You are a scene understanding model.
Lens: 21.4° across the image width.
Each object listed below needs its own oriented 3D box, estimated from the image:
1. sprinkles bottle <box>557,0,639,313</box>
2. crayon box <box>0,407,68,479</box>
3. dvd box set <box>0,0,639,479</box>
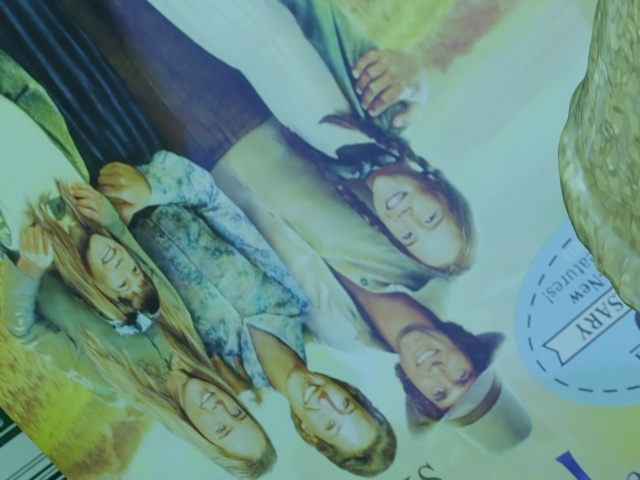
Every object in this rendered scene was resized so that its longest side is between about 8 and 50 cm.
[{"bbox_3d":[0.117,-0.124,0.268,0.121,0.121,0.355,38,148,28],"label":"sprinkles bottle"},{"bbox_3d":[-0.232,0.108,0.770,0.363,0.106,0.313,48,142,8],"label":"crayon box"},{"bbox_3d":[0.000,0.000,0.550,0.420,0.062,0.307,48,131,0],"label":"dvd box set"}]
